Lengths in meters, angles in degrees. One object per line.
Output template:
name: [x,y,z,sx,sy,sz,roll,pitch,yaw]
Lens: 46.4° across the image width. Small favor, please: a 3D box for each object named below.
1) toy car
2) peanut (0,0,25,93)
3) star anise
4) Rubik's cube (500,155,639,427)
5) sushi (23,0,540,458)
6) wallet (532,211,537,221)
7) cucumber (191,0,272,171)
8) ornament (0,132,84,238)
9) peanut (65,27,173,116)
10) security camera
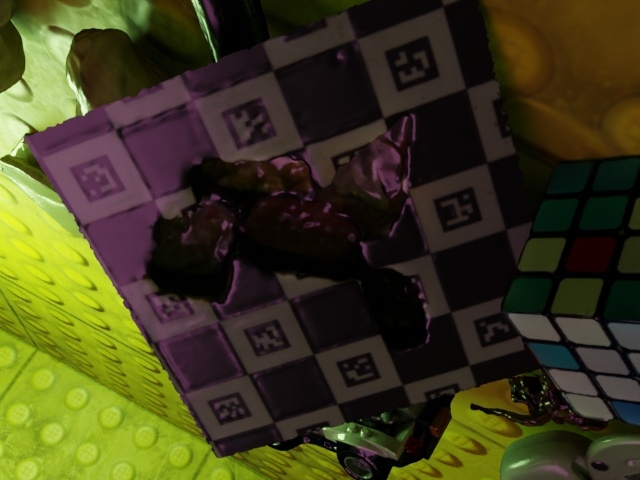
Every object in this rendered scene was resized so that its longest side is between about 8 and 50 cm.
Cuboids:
toy car: [0.040,0.214,1.040,0.301,0.193,0.118,8,132,36]
peanut: [-0.357,-0.237,0.742,0.125,0.111,0.274,15,157,-4]
star anise: [0.260,0.199,0.916,0.097,0.070,0.190,37,155,-19]
Rubik's cube: [0.251,0.040,0.556,0.154,0.151,0.155,-2,138,45]
sushi: [0.000,0.000,0.629,0.342,0.064,0.359,-18,118,9]
wallet: [0.172,0.016,0.701,0.118,0.039,0.152,49,158,-24]
cucumber: [-0.067,-0.156,0.594,0.056,0.056,0.284,12,133,32]
ornament: [-0.418,-0.081,1.126,0.180,0.059,0.201,20,154,25]
peanut: [-0.186,-0.113,0.749,0.197,0.110,0.233,52,154,17]
security camera: [0.370,0.292,0.961,0.157,0.080,0.301,38,142,-11]
